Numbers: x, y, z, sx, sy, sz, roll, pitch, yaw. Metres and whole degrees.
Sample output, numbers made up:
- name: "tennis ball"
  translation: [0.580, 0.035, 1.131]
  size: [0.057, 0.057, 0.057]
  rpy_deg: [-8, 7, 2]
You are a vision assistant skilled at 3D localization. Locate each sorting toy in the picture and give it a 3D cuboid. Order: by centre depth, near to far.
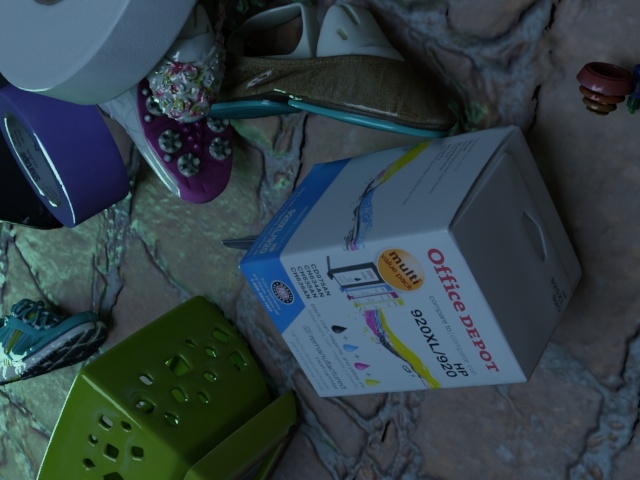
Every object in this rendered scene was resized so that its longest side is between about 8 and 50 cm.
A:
- name: "sorting toy"
  translation: [0.262, -0.118, 0.999]
  size: [0.102, 0.061, 0.042]
  rpy_deg: [18, 121, 15]

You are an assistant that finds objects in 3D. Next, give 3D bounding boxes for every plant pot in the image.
- name: "plant pot"
  translation: [-0.171, 0.239, 1.431]
  size: [0.207, 0.227, 0.228]
  rpy_deg: [38, 128, 16]

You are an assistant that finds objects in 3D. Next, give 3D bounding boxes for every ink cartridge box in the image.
- name: "ink cartridge box"
  translation: [0.086, 0.023, 1.096]
  size: [0.232, 0.168, 0.171]
  rpy_deg: [-10, 120, 38]

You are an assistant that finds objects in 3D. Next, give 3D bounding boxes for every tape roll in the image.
- name: "tape roll"
  translation: [-0.229, -0.333, 1.231]
  size: [0.392, 0.072, 0.392]
  rpy_deg: [-15, 69, 46]
- name: "tape roll"
  translation: [-0.317, -0.115, 1.459]
  size: [0.189, 0.080, 0.189]
  rpy_deg: [46, 155, 29]

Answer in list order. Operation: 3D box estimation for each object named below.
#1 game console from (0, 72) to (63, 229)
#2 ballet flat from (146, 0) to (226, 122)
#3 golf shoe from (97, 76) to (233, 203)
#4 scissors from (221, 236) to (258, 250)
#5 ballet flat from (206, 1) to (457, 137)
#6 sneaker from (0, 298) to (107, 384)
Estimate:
- name: "game console"
  translation: [-0.496, -0.215, 1.604]
  size: [0.342, 0.060, 0.387]
  rpy_deg: [9, 116, 18]
- name: "ballet flat"
  translation: [-0.136, -0.235, 1.212]
  size: [0.077, 0.091, 0.241]
  rpy_deg: [90, 180, -61]
- name: "golf shoe"
  translation: [-0.199, -0.168, 1.374]
  size: [0.140, 0.115, 0.306]
  rpy_deg: [-42, 71, 54]
- name: "scissors"
  translation: [0.000, 0.000, 1.316]
  size: [0.297, 0.021, 0.109]
  rpy_deg: [21, 123, 36]
- name: "ballet flat"
  translation: [-0.008, -0.176, 1.202]
  size: [0.342, 0.116, 0.124]
  rpy_deg: [11, 95, 43]
- name: "sneaker"
  translation: [-0.403, 0.134, 1.679]
  size: [0.275, 0.107, 0.110]
  rpy_deg: [-18, 85, 44]
